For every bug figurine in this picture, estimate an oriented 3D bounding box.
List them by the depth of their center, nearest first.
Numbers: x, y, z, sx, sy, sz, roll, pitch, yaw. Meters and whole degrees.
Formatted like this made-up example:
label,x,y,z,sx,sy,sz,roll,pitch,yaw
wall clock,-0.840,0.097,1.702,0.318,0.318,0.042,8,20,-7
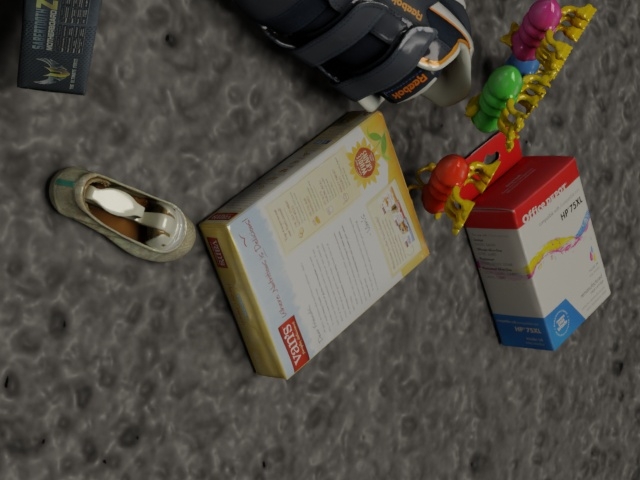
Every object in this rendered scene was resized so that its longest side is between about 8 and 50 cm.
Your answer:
label,x,y,z,sx,sy,sz,roll,pitch,yaw
bug figurine,0.189,-0.146,1.471,0.072,0.216,0.279,32,54,4

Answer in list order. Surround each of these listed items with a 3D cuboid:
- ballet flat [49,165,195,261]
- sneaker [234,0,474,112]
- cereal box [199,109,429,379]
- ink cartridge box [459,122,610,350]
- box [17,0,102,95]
label,x,y,z,sx,sy,sz,roll,pitch,yaw
ballet flat,-0.159,-0.018,1.207,0.168,0.052,0.057,22,77,-45
sneaker,0.045,-0.203,1.334,0.321,0.126,0.128,4,66,-47
cereal box,0.000,0.000,1.378,0.240,0.047,0.173,-38,119,-37
ink cartridge box,0.243,-0.006,1.610,0.134,0.078,0.231,-38,119,-38
box,-0.181,-0.242,1.015,0.059,0.233,0.183,4,64,-12
